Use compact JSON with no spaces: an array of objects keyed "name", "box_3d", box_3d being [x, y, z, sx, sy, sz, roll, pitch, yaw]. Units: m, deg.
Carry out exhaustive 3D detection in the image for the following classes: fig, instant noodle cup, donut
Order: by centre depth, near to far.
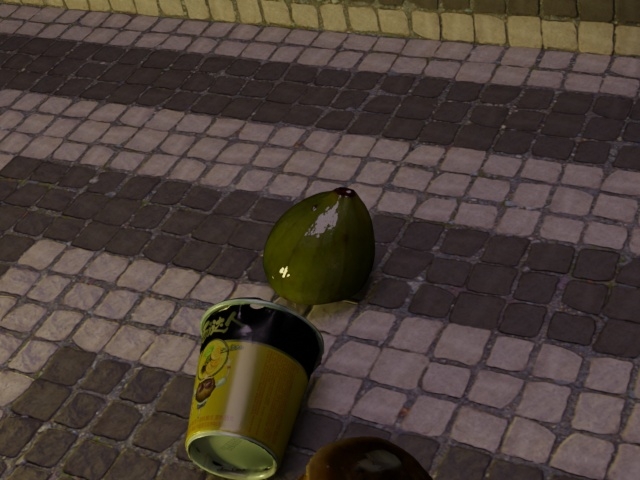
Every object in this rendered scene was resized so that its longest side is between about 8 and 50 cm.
[{"name":"donut","box_3d":[0.074,0.410,1.335,0.160,0.330,0.330,-42,36,18]},{"name":"instant noodle cup","box_3d":[-0.114,0.243,1.637,0.215,0.216,0.236,1,50,15]},{"name":"fig","box_3d":[0.000,0.000,1.868,0.202,0.225,0.203,12,30,-7]}]
